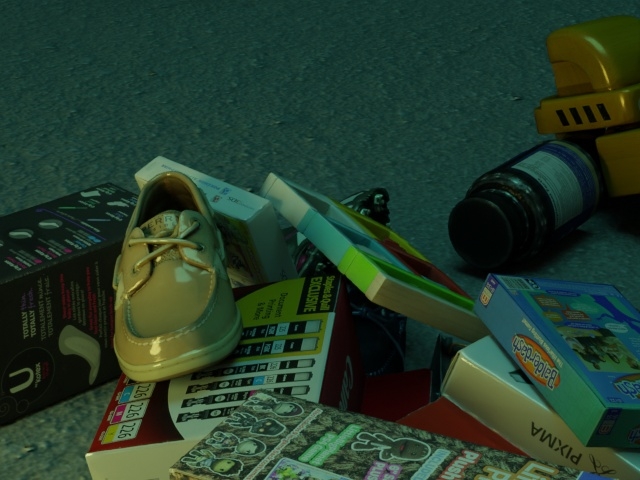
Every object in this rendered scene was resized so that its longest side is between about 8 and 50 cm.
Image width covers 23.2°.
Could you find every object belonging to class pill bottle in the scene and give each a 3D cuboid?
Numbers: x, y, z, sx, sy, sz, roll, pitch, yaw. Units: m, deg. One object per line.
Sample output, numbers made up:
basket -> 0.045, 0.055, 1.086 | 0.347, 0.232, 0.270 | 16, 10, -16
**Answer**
pill bottle -> 0.257, -0.043, 1.976 | 0.123, 0.123, 0.219 | 17, 29, 33

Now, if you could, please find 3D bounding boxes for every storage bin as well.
storage bin -> 0.156, 0.156, 1.569 | 0.091, 0.098, 0.135 | 11, 24, -2

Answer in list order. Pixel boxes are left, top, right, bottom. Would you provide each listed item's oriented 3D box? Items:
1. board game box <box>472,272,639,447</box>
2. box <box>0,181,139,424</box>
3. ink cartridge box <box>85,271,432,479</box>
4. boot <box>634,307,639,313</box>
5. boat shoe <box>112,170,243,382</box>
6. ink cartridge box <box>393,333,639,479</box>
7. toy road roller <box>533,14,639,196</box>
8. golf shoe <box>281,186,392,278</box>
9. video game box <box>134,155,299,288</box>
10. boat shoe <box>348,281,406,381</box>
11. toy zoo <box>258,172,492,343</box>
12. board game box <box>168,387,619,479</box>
board game box -> 0.260, 0.111, 1.451 | 0.160, 0.047, 0.210 | 6, 29, -31
box -> -0.284, 0.062, 1.669 | 0.270, 0.165, 0.143 | -21, 32, -41
ink cartridge box -> -0.042, 0.155, 1.449 | 0.272, 0.130, 0.309 | -9, 22, 9
boot -> 0.360, 0.108, 1.737 | 0.087, 0.042, 0.118 | -2, 24, -11
boat shoe -> -0.148, 0.029, 1.490 | 0.121, 0.110, 0.341 | -15, 21, -1
ink cartridge box -> 0.224, 0.190, 1.394 | 0.275, 0.060, 0.239 | 34, 27, 23
toy road roller -> 0.430, -0.185, 2.085 | 0.202, 0.241, 0.329 | -19, 9, -37
golf shoe -> 0.000, 0.000, 1.897 | 0.120, 0.105, 0.273 | 9, 25, 26
video game box -> -0.102, 0.017, 1.729 | 0.048, 0.205, 0.187 | -41, 43, -25
boat shoe -> 0.045, 0.087, 1.714 | 0.109, 0.089, 0.258 | 1, 24, 1
toy zoo -> 0.054, 0.012, 1.650 | 0.192, 0.030, 0.293 | 24, 12, -38
board game box -> 0.049, 0.266, 1.133 | 0.291, 0.232, 0.141 | 13, 26, 24
